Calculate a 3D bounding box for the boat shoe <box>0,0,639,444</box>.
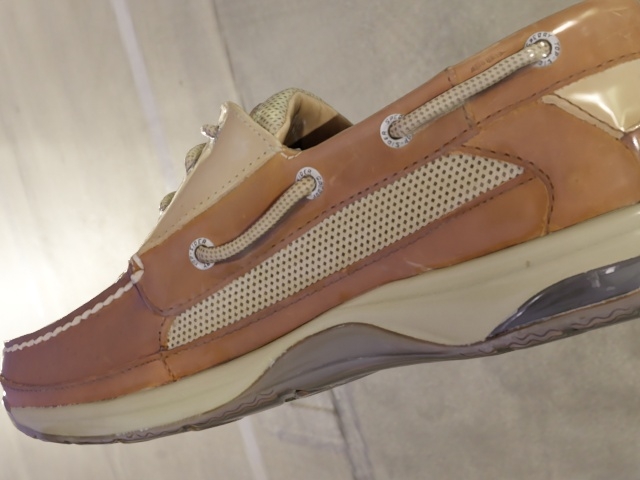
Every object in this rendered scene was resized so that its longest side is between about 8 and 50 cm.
[{"bbox_3d":[0.000,0.000,0.422,0.324,0.122,0.120,-18,85,28],"label":"boat shoe"}]
